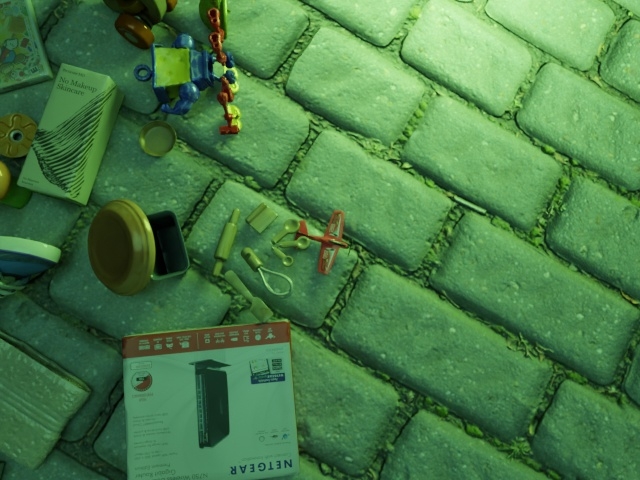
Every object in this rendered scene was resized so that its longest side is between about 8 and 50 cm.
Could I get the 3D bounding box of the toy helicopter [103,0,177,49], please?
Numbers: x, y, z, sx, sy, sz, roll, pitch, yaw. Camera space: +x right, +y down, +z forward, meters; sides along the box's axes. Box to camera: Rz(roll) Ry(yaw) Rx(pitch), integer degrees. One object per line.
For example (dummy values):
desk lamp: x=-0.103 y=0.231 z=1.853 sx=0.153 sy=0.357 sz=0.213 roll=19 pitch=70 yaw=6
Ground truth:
toy helicopter: x=-0.492 y=-0.579 z=0.925 sx=0.354 sy=0.235 sz=0.140 roll=28 pitch=82 yaw=0

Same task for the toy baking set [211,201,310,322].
toy baking set: x=-0.134 y=0.034 z=0.940 sx=0.196 sy=0.030 sz=0.257 roll=14 pitch=68 yaw=13

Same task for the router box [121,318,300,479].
router box: x=-0.217 y=0.328 z=0.908 sx=0.334 sy=0.082 sz=0.302 roll=-5 pitch=83 yaw=-5

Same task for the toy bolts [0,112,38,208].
toy bolts: x=-0.720 y=-0.193 z=0.898 sx=0.228 sy=0.158 sz=0.219 roll=17 pitch=82 yaw=-2

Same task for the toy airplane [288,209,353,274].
toy airplane: x=0.000 y=0.000 z=0.992 sx=0.151 sy=0.028 sz=0.151 roll=1 pitch=81 yaw=-4

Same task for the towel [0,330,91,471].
towel: x=-0.634 y=0.312 z=0.897 sx=0.282 sy=0.049 sz=0.187 roll=33 pitch=83 yaw=1

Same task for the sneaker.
sneaker: x=-0.681 y=0.123 z=0.862 sx=0.322 sy=0.130 sz=0.237 roll=-2 pitch=73 yaw=1

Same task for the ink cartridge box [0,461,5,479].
ink cartridge box: x=-0.756 y=0.500 z=0.840 sx=0.219 sy=0.092 sz=0.161 roll=10 pitch=82 yaw=-3

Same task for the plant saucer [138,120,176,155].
plant saucer: x=-0.366 y=-0.229 z=1.001 sx=0.083 sy=0.015 sz=0.084 roll=0 pitch=83 yaw=-4

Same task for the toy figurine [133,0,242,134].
toy figurine: x=-0.301 y=-0.404 z=0.949 sx=0.217 sy=0.191 sz=0.363 roll=-6 pitch=82 yaw=0

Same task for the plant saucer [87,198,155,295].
plant saucer: x=-0.413 y=0.016 z=0.899 sx=0.199 sy=0.037 sz=0.200 roll=3 pitch=95 yaw=33

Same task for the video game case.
video game case: x=-0.737 y=-0.442 z=0.995 sx=0.206 sy=0.026 sz=0.227 roll=-18 pitch=85 yaw=-6

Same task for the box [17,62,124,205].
box: x=-0.528 y=-0.222 z=0.948 sx=0.113 sy=0.094 sz=0.276 roll=14 pitch=83 yaw=-3

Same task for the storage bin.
storage bin: x=-0.328 y=0.017 z=0.935 sx=0.098 sy=0.091 sz=0.135 roll=-16 pitch=83 yaw=-6
